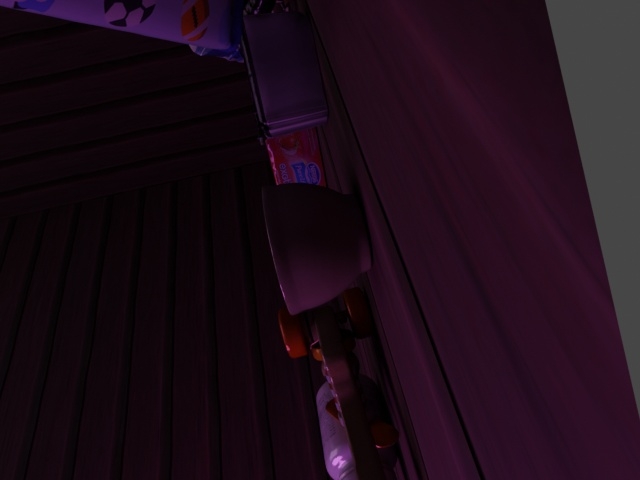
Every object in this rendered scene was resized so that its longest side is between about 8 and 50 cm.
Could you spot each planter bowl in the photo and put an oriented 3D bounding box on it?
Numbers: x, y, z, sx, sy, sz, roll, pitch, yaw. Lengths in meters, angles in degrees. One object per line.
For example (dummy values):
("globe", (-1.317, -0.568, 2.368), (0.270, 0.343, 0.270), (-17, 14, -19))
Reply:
("planter bowl", (0.000, 0.000, 0.542), (0.162, 0.109, 0.161), (167, 90, -89))

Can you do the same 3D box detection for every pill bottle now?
("pill bottle", (0.069, 0.372, 0.815), (0.229, 0.131, 0.131), (-104, 1, -59))

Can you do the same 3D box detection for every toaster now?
("toaster", (-0.059, -0.248, 0.700), (0.168, 0.110, 0.185), (-104, 2, -81))

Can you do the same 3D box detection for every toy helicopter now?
("toy helicopter", (0.046, 0.256, 0.664), (0.355, 0.140, 0.234), (-108, 3, -55))

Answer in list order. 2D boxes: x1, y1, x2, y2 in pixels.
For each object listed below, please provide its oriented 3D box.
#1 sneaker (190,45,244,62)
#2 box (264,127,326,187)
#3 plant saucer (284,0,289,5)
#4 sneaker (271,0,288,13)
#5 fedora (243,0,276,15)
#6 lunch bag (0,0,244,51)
("sneaker", (-0.144, -0.460, 1.055), (0.182, 0.128, 0.315), (56, -143, -10))
("box", (-0.058, -0.185, 1.109), (0.128, 0.123, 0.256), (-105, 2, -59))
("plant saucer", (-0.070, -0.501, 0.856), (0.083, 0.015, 0.083), (167, 90, -89))
("sneaker", (-0.102, -0.534, 0.962), (0.192, 0.064, 0.086), (2, -105, -85))
("fedora", (-0.171, -0.545, 0.795), (0.152, 0.334, 0.333), (-54, -38, -45))
("lunch bag", (-0.180, -0.355, 0.276), (0.328, 0.239, 0.385), (-52, -21, -66))
